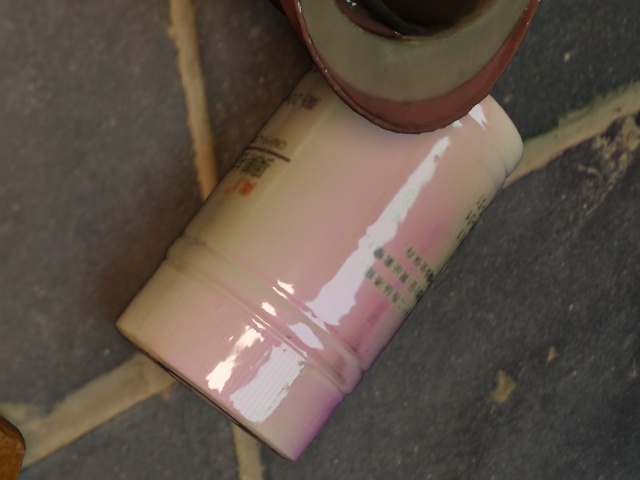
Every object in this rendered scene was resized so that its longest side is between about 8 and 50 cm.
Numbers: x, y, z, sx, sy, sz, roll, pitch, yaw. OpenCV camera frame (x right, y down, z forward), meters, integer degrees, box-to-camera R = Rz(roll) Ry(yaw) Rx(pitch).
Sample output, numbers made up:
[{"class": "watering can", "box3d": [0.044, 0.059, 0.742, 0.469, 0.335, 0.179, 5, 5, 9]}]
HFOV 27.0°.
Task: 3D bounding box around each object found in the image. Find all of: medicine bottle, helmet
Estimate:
[{"class": "medicine bottle", "box3d": [0.000, 0.000, 0.864, 0.254, 0.152, 0.152, -52, 137, -10]}, {"class": "helmet", "box3d": [0.029, -0.250, 0.729, 0.271, 0.197, 0.338, -15, 127, -47]}]

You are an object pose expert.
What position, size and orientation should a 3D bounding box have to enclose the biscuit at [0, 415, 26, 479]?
[{"class": "biscuit", "box3d": [-0.281, 0.167, 0.766, 0.215, 0.034, 0.182, -50, 136, -10]}]
